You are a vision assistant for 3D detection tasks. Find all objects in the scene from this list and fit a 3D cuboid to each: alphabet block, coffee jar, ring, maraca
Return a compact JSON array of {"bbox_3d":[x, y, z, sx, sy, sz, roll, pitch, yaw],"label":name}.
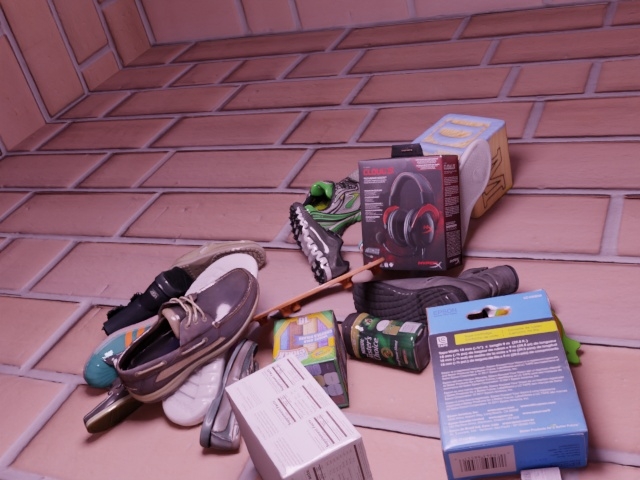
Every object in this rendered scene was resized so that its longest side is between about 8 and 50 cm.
[{"bbox_3d":[0.377,-0.201,2.100,0.192,0.197,0.193,17,44,42],"label":"alphabet block"},{"bbox_3d":[0.134,0.209,1.656,0.184,0.096,0.079,7,38,34],"label":"coffee jar"},{"bbox_3d":[-0.005,0.120,1.767,0.336,0.032,0.336,-25,-4,-2],"label":"ring"},{"bbox_3d":[0.427,0.188,1.565,0.127,0.099,0.186,-35,61,-14],"label":"maraca"}]

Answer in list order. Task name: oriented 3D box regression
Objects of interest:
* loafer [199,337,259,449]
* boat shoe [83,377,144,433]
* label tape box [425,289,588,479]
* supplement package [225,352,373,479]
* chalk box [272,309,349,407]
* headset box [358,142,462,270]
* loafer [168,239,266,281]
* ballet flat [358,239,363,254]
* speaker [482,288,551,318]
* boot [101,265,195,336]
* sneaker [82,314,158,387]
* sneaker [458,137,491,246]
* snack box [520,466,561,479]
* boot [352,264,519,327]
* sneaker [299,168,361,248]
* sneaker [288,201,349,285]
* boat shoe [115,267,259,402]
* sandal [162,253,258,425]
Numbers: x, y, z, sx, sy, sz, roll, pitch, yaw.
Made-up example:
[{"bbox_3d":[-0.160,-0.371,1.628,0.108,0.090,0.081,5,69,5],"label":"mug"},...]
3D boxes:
[{"bbox_3d":[-0.167,0.321,1.639,0.084,0.096,0.268,13,45,8],"label":"loafer"},{"bbox_3d":[-0.421,0.328,1.708,0.223,0.080,0.073,-33,65,-32],"label":"boat shoe"},{"bbox_3d":[0.330,0.258,1.448,0.240,0.106,0.334,-9,39,9],"label":"label tape box"},{"bbox_3d":[-0.032,0.366,1.376,0.145,0.204,0.262,-25,33,-16],"label":"supplement package"},{"bbox_3d":[-0.019,0.263,1.604,0.131,0.133,0.213,-11,30,7],"label":"chalk box"},{"bbox_3d":[0.210,-0.080,1.865,0.218,0.294,0.110,1,6,31],"label":"headset box"},{"bbox_3d":[-0.274,0.046,2.088,0.268,0.102,0.092,-12,37,7],"label":"loafer"},{"bbox_3d":[0.201,-0.031,2.025,0.077,0.091,0.241,36,59,26],"label":"ballet flat"},{"bbox_3d":[0.412,0.147,1.668,0.136,0.055,0.055,-19,31,-5],"label":"speaker"},{"bbox_3d":[-0.417,0.162,1.957,0.207,0.094,0.246,-39,-6,6],"label":"boot"},{"bbox_3d":[-0.392,0.250,1.811,0.302,0.108,0.121,-30,30,-25],"label":"sneaker"},{"bbox_3d":[0.318,-0.119,1.955,0.104,0.296,0.147,13,10,-30],"label":"sneaker"},{"bbox_3d":[0.362,0.439,1.261,0.064,0.022,0.178,-8,32,11],"label":"snack box"},{"bbox_3d":[0.251,0.122,1.744,0.222,0.118,0.338,-19,14,-40],"label":"boot"},{"bbox_3d":[0.056,-0.114,2.154,0.134,0.146,0.343,10,39,36],"label":"sneaker"},{"bbox_3d":[0.000,0.000,1.999,0.106,0.078,0.234,-16,66,-25],"label":"sneaker"},{"bbox_3d":[-0.272,0.186,1.642,0.355,0.130,0.132,-46,56,-11],"label":"boat shoe"},{"bbox_3d":[-0.244,0.218,1.761,0.169,0.102,0.417,5,58,23],"label":"sandal"}]
